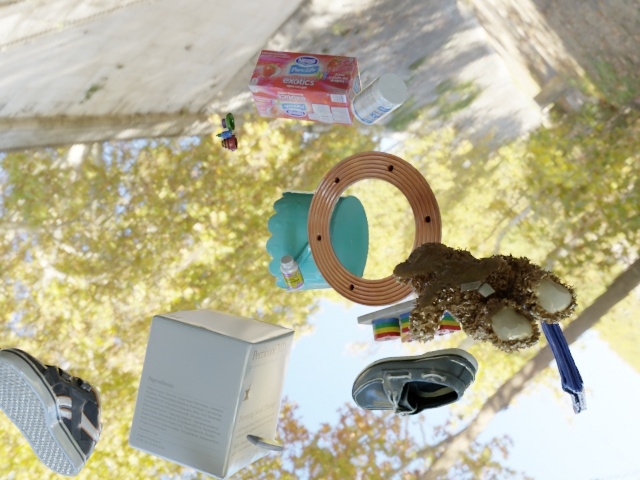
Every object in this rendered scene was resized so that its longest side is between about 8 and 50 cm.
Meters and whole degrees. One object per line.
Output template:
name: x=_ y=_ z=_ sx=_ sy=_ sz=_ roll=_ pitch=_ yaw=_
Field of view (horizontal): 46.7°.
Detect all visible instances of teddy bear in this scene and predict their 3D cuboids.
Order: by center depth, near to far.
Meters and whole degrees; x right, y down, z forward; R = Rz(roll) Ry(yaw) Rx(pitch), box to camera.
teddy bear: x=0.268 y=0.099 z=1.242 sx=0.245 sy=0.338 sz=0.113 roll=-47 pitch=-58 yaw=-31

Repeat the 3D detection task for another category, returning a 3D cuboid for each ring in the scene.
ring: x=0.114 y=-0.025 z=1.608 sx=0.032 sy=0.336 sz=0.337 roll=-3 pitch=-126 yaw=-55

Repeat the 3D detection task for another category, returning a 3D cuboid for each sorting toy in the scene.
sorting toy: x=-0.244 y=-0.276 z=1.910 sx=0.061 sy=0.042 sz=0.102 roll=-57 pitch=-41 yaw=-73
sorting toy: x=0.296 y=0.268 z=2.371 sx=0.257 sy=0.255 sz=0.089 roll=10 pitch=-113 yaw=-42

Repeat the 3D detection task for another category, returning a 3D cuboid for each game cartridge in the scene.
game cartridge: x=-0.128 y=0.476 z=1.737 sx=0.083 sy=0.017 sz=0.056 roll=26 pitch=175 yaw=-38

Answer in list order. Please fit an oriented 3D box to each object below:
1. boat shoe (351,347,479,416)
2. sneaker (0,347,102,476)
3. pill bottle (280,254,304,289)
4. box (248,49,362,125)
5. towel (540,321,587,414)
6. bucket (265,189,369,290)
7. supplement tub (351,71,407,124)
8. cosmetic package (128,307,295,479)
boat shoe: x=0.177 y=0.308 z=1.535 sx=0.116 sy=0.319 sz=0.099 roll=51 pitch=-139 yaw=-19
sneaker: x=-0.493 y=0.285 z=1.347 sx=0.127 sy=0.126 sz=0.321 roll=-63 pitch=-27 yaw=-45
pill bottle: x=-0.069 y=0.074 z=1.740 sx=0.043 sy=0.043 sz=0.083 roll=-106 pitch=-2 yaw=-52
box: x=-0.040 y=-0.452 z=2.192 sx=0.154 sy=0.299 sz=0.142 roll=71 pitch=-149 yaw=-59
towel: x=0.473 y=0.216 z=1.492 sx=0.336 sy=0.040 sz=0.243 roll=45 pitch=-154 yaw=-62
bucket: x=0.000 y=0.000 z=1.921 sx=0.281 sy=0.183 sz=0.281 roll=0 pitch=-90 yaw=-64
supplement tub: x=0.114 y=-0.278 z=1.459 sx=0.071 sy=0.107 sz=0.071 roll=7 pitch=-106 yaw=-26
cosmetic package: x=-0.314 y=0.431 z=2.186 sx=0.327 sy=0.394 sz=0.329 roll=13 pitch=-176 yaw=20
